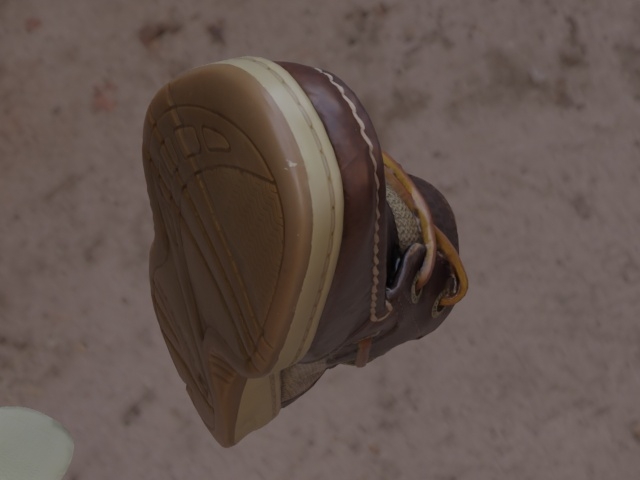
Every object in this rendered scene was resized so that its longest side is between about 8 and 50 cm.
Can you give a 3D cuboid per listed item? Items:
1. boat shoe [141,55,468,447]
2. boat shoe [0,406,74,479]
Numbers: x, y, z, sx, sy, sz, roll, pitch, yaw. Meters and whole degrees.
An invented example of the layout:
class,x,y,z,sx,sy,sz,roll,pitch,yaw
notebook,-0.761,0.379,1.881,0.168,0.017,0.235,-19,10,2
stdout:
class,x,y,z,sx,sy,sz,roll,pitch,yaw
boat shoe,0.000,0.000,0.858,0.123,0.342,0.123,-21,73,-13
boat shoe,-0.127,0.100,0.679,0.049,0.042,0.133,23,30,7
